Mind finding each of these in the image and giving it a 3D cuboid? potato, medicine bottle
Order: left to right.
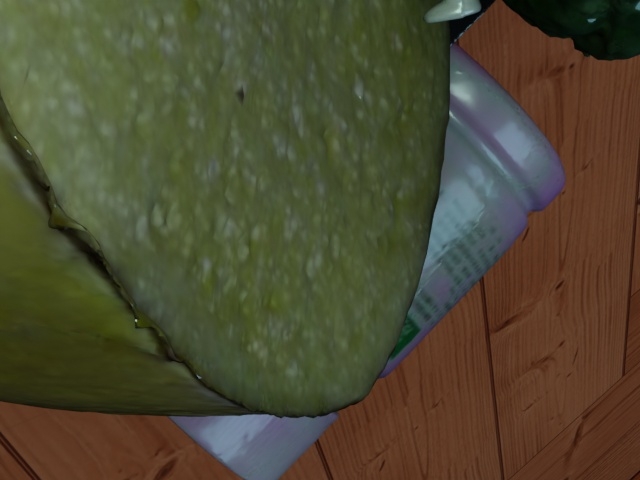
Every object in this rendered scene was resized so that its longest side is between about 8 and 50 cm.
[{"bbox_3d":[-0.156,-0.119,0.653,0.442,0.320,0.385,50,42,-56],"label":"potato"},{"bbox_3d":[0.000,0.000,1.079,0.325,0.212,0.212,-45,152,-1],"label":"medicine bottle"}]

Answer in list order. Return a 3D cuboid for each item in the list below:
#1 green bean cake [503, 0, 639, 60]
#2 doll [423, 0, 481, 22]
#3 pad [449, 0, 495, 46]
[{"bbox_3d":[0.108,-0.280,0.765,0.169,0.300,0.308,-39,151,-15],"label":"green bean cake"},{"bbox_3d":[0.035,-0.218,0.659,0.114,0.057,0.227,-72,153,-70],"label":"doll"},{"bbox_3d":[-0.007,-0.150,0.961,0.245,0.170,0.006,-46,-167,-1],"label":"pad"}]
